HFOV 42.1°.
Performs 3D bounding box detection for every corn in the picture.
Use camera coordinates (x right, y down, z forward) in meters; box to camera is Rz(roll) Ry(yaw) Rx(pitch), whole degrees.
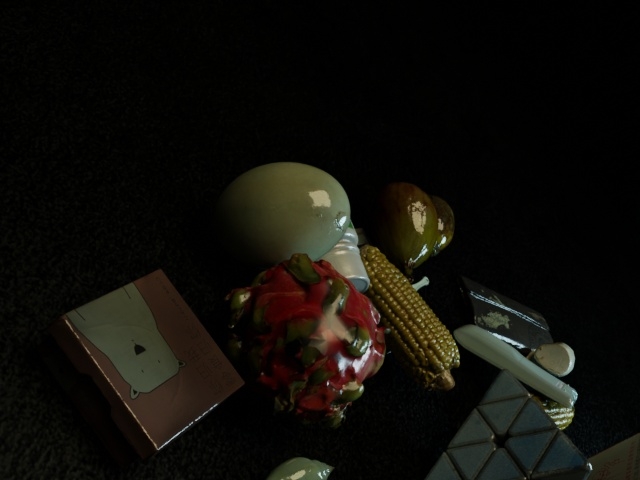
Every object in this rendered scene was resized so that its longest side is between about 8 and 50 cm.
[{"bbox_3d":[0.450,0.376,1.798,0.318,0.115,0.115,6,52,-52],"label":"corn"},{"bbox_3d":[0.156,0.152,1.609,0.322,0.119,0.119,52,31,12],"label":"corn"}]

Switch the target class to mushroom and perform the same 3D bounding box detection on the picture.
[{"bbox_3d":[0.532,0.281,1.934,0.223,0.092,0.081,67,7,-78],"label":"mushroom"}]

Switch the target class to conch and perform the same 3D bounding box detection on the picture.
[{"bbox_3d":[-0.039,0.365,1.234,0.065,0.088,0.180,19,16,41],"label":"conch"}]

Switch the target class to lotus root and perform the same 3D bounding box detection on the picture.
[{"bbox_3d":[0.257,-0.044,1.970,0.120,0.120,0.209,37,34,-21],"label":"lotus root"}]

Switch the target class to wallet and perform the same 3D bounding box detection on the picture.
[{"bbox_3d":[0.467,0.199,2.061,0.321,0.044,0.170,27,40,-33],"label":"wallet"}]

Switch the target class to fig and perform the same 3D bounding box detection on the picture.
[{"bbox_3d":[0.182,0.000,1.782,0.146,0.170,0.274,5,42,-5],"label":"fig"}]

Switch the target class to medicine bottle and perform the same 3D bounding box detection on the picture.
[{"bbox_3d":[0.000,0.000,1.583,0.139,0.139,0.236,11,50,-46],"label":"medicine bottle"}]

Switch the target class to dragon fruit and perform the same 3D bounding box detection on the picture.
[{"bbox_3d":[-0.028,0.148,1.313,0.231,0.237,0.302,52,13,-41],"label":"dragon fruit"}]

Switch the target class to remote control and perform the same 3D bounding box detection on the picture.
[{"bbox_3d":[0.429,0.269,1.825,0.293,0.051,0.103,33,14,19],"label":"remote control"}]

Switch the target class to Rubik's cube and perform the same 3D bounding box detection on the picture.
[{"bbox_3d":[0.349,0.399,1.490,0.229,0.228,0.233,31,15,23],"label":"Rubik's cube"}]

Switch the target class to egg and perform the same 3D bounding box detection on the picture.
[{"bbox_3d":[-0.071,-0.041,1.442,0.186,0.253,0.186,-6,90,-73],"label":"egg"}]

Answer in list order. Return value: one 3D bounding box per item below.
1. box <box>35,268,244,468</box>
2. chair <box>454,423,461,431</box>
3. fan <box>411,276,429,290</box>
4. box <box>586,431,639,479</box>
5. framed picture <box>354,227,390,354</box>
[{"bbox_3d":[-0.242,0.171,1.140,0.215,0.086,0.215,54,31,3],"label":"box"},{"bbox_3d":[0.353,0.444,1.624,0.212,0.084,0.101,43,36,-12],"label":"chair"},{"bbox_3d":[0.188,0.112,1.791,0.152,0.008,0.227,55,32,9],"label":"fan"},{"bbox_3d":[0.701,0.591,1.693,0.300,0.312,0.314,50,32,0],"label":"box"},{"bbox_3d":[0.101,0.100,1.719,0.209,0.019,0.281,-13,68,-56],"label":"framed picture"}]
